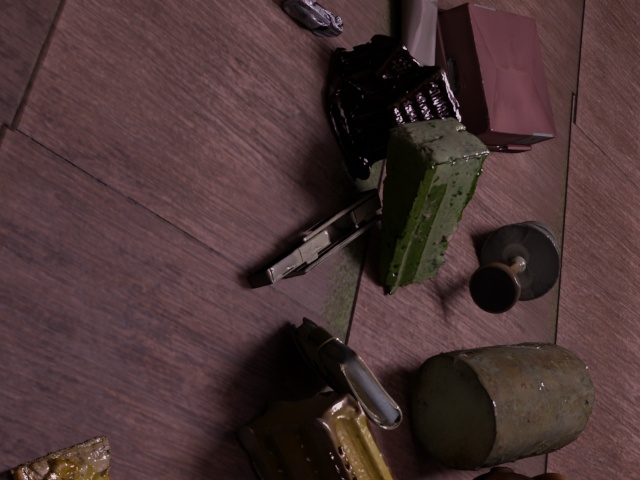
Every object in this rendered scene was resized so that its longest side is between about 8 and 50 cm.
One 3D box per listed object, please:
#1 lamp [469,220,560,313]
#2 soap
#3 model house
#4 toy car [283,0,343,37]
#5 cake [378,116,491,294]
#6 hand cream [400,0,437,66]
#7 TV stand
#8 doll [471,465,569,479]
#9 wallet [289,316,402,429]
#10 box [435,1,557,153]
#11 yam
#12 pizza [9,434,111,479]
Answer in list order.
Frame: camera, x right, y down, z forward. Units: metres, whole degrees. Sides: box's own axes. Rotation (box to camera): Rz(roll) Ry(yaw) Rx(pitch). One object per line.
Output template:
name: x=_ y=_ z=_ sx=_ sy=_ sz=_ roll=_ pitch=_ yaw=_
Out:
lamp: x=0.285 y=0.037 z=1.571 sx=0.214 sy=0.121 sz=0.121 roll=-31 pitch=103 yaw=-61
soap: x=0.017 y=0.281 z=1.188 sx=0.076 sy=0.135 sz=0.233 roll=-41 pitch=110 yaw=-46
model house: x=0.096 y=-0.187 z=1.405 sx=0.106 sy=0.152 sz=0.165 roll=-46 pitch=116 yaw=-52
toy car: x=-0.007 y=-0.288 z=1.396 sx=0.093 sy=0.041 sz=0.025 roll=32 pitch=60 yaw=-38
cake: x=0.127 y=-0.047 z=1.392 sx=0.100 sy=0.235 sz=0.099 roll=-10 pitch=48 yaw=-25
hand cream: x=0.143 y=-0.307 z=1.570 sx=0.087 sy=0.054 sz=0.186 roll=14 pitch=75 yaw=-51
TV stand: x=0.000 y=0.000 z=1.325 sx=0.249 sy=0.036 sz=0.042 roll=-35 pitch=108 yaw=-48
doll: x=0.261 y=0.450 z=1.311 sx=0.318 sy=0.209 sz=0.340 roll=-14 pitch=66 yaw=-49
wallet: x=0.023 y=0.149 z=1.226 sx=0.039 sy=0.155 sz=0.110 roll=-41 pitch=115 yaw=-11
box: x=0.263 y=-0.249 z=1.659 sx=0.215 sy=0.086 sz=0.215 roll=-1 pitch=80 yaw=-50
yam: x=0.244 y=0.219 z=1.450 sx=0.268 sy=0.161 sz=0.161 roll=2 pitch=78 yaw=-50
pizza: x=-0.227 y=0.222 z=1.012 sx=0.123 sy=0.026 sz=0.108 roll=50 pitch=44 yaw=-26
